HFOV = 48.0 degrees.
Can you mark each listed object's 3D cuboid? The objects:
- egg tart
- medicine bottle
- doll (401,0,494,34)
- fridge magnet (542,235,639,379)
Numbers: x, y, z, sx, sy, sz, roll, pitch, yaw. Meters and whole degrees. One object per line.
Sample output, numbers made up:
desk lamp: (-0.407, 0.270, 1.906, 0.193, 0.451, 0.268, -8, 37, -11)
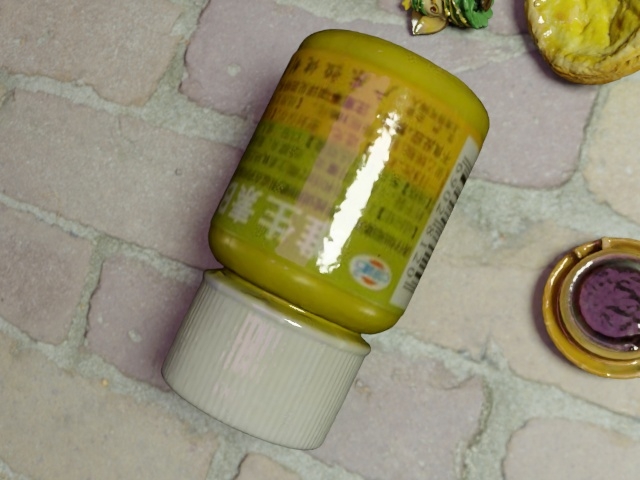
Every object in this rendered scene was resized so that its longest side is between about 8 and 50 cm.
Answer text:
egg tart: (0.299, -0.254, 0.749, 0.191, 0.074, 0.191, 7, 98, 55)
medicine bottle: (0.000, 0.000, 0.749, 0.224, 0.224, 0.385, 24, 88, 24)
doll: (0.156, -0.286, 0.851, 0.113, 0.076, 0.078, 17, 116, 52)
fridge magnet: (0.293, 0.065, 0.709, 0.143, 0.063, 0.143, -5, 73, 18)
